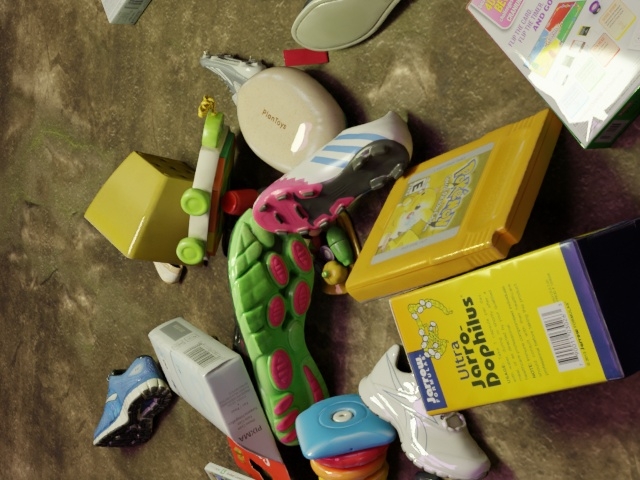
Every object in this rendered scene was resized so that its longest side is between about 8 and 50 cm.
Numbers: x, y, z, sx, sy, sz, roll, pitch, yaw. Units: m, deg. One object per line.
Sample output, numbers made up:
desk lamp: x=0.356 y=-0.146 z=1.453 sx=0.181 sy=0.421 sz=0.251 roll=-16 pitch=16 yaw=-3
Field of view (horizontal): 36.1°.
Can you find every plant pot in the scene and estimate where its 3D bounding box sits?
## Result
plant pot: x=-0.362 y=-0.079 z=2.191 sx=0.212 sy=0.212 sz=0.187 roll=36 pitch=107 yaw=40

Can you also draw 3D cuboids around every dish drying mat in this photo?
dish drying mat: x=-0.029 y=-0.350 z=1.869 sx=0.008 sy=0.083 sz=0.032 roll=165 pitch=97 yaw=-78

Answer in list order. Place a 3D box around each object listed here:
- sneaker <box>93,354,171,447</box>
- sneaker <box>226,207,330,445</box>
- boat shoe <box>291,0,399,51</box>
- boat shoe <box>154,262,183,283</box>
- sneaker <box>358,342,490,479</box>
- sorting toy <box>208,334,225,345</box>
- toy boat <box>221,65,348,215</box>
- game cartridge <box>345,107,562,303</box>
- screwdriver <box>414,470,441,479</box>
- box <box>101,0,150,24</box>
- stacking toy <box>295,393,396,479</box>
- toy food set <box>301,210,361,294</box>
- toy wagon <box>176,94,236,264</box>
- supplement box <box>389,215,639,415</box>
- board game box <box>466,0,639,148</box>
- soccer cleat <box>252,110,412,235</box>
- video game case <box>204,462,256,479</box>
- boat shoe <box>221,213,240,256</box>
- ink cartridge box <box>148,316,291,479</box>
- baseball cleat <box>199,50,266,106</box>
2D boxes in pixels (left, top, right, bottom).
sneaker: x=-0.471 y=0.401 z=2.434 sx=0.330 sy=0.129 sz=0.147 roll=-51 pitch=44 yaw=35
sneaker: x=-0.113 y=0.166 z=1.910 sx=0.202 sy=0.185 sz=0.483 roll=14 pitch=114 yaw=53
boat shoe: x=0.069 y=-0.453 z=1.728 sx=0.340 sy=0.127 sz=0.113 roll=-35 pitch=39 yaw=52
boat shoe: x=-0.374 y=0.022 z=2.312 sx=0.170 sy=0.063 sz=0.059 roll=52 pitch=127 yaw=19
sneaker: x=0.182 y=0.294 z=1.685 sx=0.297 sy=0.111 sz=0.129 roll=42 pitch=118 yaw=36
sorting toy: x=-0.238 y=0.249 z=2.203 sx=0.102 sy=0.042 sz=0.061 roll=60 pitch=150 yaw=9
toy boat: x=-0.078 y=-0.178 z=1.913 sx=0.267 sy=0.148 sz=0.318 roll=44 pitch=117 yaw=30
game cartridge: x=0.203 y=-0.052 z=1.524 sx=0.052 sy=0.285 sz=0.323 roll=43 pitch=141 yaw=-20
screwdriver: x=0.234 y=0.427 z=1.707 sx=0.170 sy=0.024 sz=0.025 roll=1 pitch=66 yaw=42
box: x=-0.466 y=-0.606 z=2.334 sx=0.126 sy=0.072 sz=0.137 roll=-39 pitch=66 yaw=43
stacking toy: x=0.067 y=0.451 z=1.816 sx=0.166 sy=0.175 sz=0.302 roll=-112 pitch=10 yaw=-70
toy food set: x=0.000 y=0.000 z=1.879 sx=0.128 sy=0.071 sz=0.218 roll=-33 pitch=69 yaw=45
toy wagon: x=-0.222 y=-0.126 z=1.980 sx=0.267 sy=0.068 sz=0.344 roll=-80 pitch=1 yaw=-54
supplement box: x=0.310 y=0.116 z=1.439 sx=0.356 sy=0.194 sz=0.195 roll=-23 pitch=83 yaw=46
board game box: x=0.380 y=-0.328 z=1.423 sx=0.242 sy=0.064 sz=0.316 roll=-54 pitch=56 yaw=37
soccer cleat: x=0.026 y=-0.119 z=1.761 sx=0.331 sy=0.116 sz=0.143 roll=-25 pitch=33 yaw=27
video game case: x=-0.134 y=0.565 z=2.049 sx=0.193 sy=0.023 sz=0.212 roll=5 pitch=130 yaw=48
boat shoe: x=-0.175 y=-0.030 z=2.076 sx=0.049 sy=0.056 sz=0.152 roll=-77 pitch=1 yaw=-58
ink cartridge box: x=-0.198 y=0.368 z=1.990 sx=0.308 sy=0.091 sz=0.385 roll=18 pitch=130 yaw=59
baseball cleat: x=-0.188 y=-0.336 z=2.055 sx=0.206 sy=0.072 sz=0.109 roll=22 pitch=117 yaw=49
